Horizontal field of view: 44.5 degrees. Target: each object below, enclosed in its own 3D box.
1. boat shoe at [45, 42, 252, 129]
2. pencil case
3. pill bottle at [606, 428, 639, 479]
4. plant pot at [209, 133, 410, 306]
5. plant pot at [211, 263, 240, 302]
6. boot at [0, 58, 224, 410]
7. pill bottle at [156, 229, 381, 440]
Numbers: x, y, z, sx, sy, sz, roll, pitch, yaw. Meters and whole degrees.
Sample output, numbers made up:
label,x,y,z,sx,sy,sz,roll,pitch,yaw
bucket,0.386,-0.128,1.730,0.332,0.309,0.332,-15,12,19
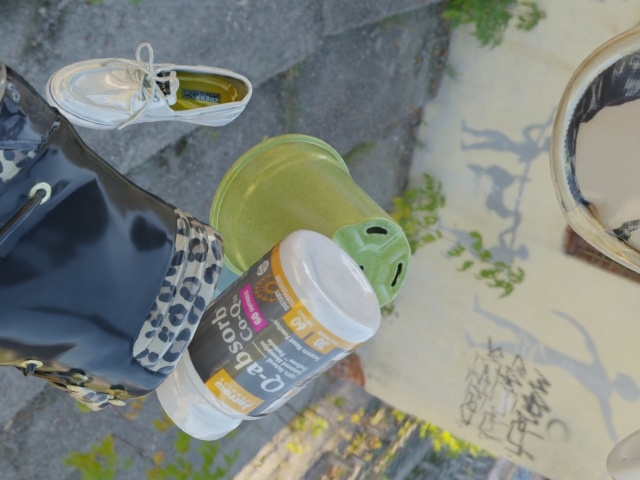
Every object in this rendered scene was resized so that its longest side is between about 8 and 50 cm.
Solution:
label,x,y,z,sx,sy,sz,roll,pitch,yaw
boat shoe,-0.292,-0.270,1.396,0.367,0.156,0.136,1,81,-27
pencil case,0.323,-0.101,0.533,0.410,0.160,0.183,-24,153,-40
pill bottle,0.471,0.351,0.991,0.121,0.221,0.121,-32,179,-1
plant pot,0.000,0.000,1.251,0.276,0.254,0.276,-16,123,-27
plant pot,-0.252,0.111,1.531,0.195,0.290,0.290,-21,132,-42
boot,-0.259,0.071,0.559,0.377,0.138,0.284,-55,140,-1
pill bottle,-0.072,0.126,0.985,0.278,0.162,0.162,-41,164,23
